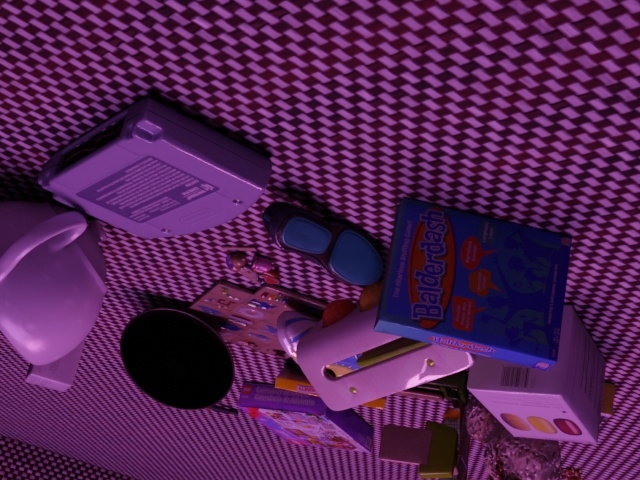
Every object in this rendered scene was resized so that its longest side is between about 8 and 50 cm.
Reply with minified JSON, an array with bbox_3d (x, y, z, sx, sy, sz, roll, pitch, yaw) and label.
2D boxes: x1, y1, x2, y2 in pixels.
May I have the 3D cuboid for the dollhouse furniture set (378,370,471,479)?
[{"bbox_3d":[0.189,0.362,1.940,0.151,0.198,0.301,5,156,15],"label":"dollhouse furniture set"}]

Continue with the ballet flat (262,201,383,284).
[{"bbox_3d":[0.000,0.000,1.359,0.074,0.074,0.203,-8,157,40],"label":"ballet flat"}]

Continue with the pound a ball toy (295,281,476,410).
[{"bbox_3d":[0.106,0.105,1.473,0.319,0.208,0.136,-26,100,43],"label":"pound a ball toy"}]

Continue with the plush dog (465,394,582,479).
[{"bbox_3d":[0.335,0.368,1.762,0.210,0.262,0.225,8,161,10],"label":"plush dog"}]

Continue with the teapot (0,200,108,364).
[{"bbox_3d":[-0.381,0.034,1.481,0.256,0.187,0.252,43,165,50],"label":"teapot"}]

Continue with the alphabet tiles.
[{"bbox_3d":[-0.073,0.142,1.799,0.285,0.011,0.342,19,157,-17],"label":"alphabet tiles"}]

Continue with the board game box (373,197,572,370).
[{"bbox_3d":[0.180,0.050,1.250,0.210,0.160,0.047,12,157,-2],"label":"board game box"}]

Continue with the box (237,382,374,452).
[{"bbox_3d":[-0.026,0.382,2.285,0.200,0.057,0.293,2,156,23],"label":"box"}]

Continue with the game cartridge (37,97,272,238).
[{"bbox_3d":[-0.196,-0.075,1.291,0.196,0.060,0.294,30,152,-29],"label":"game cartridge"}]

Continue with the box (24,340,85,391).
[{"bbox_3d":[-0.540,0.244,2.169,0.087,0.101,0.102,19,159,-16],"label":"box"}]

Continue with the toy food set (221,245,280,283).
[{"bbox_3d":[-0.096,0.043,1.559,0.078,0.019,0.122,1,155,26],"label":"toy food set"}]

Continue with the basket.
[{"bbox_3d":[-0.255,0.220,1.883,0.204,0.154,0.227,33,165,-1],"label":"basket"}]

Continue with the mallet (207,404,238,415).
[{"bbox_3d":[-0.280,0.376,2.442,0.189,0.039,0.062,22,155,-33],"label":"mallet"}]

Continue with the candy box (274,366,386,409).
[{"bbox_3d":[0.023,0.276,1.995,0.205,0.027,0.105,11,-174,5],"label":"candy box"}]

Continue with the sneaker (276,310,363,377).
[{"bbox_3d":[0.042,0.160,1.687,0.126,0.091,0.240,-26,140,29],"label":"sneaker"}]

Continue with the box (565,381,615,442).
[{"bbox_3d":[0.426,0.291,1.831,0.087,0.058,0.232,13,158,1],"label":"box"}]

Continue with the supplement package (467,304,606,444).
[{"bbox_3d":[0.323,0.197,1.558,0.139,0.134,0.244,0,155,28],"label":"supplement package"}]
